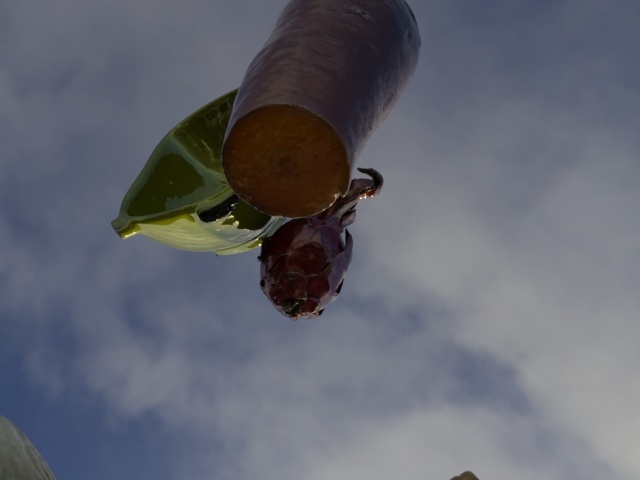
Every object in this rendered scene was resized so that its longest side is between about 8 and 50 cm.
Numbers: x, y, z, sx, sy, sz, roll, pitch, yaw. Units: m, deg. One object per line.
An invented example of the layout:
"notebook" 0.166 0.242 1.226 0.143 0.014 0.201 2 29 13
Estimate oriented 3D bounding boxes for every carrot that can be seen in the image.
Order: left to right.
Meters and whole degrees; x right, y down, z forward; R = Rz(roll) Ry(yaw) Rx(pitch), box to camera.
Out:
"carrot" 0.005 -0.088 0.521 0.087 0.193 0.087 6 -63 12

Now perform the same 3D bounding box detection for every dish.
"dish" -0.089 -0.065 1.077 0.221 0.262 0.108 -12 -56 36

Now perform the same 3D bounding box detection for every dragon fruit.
"dragon fruit" 0.000 0.000 1.023 0.094 0.190 0.094 25 -27 14

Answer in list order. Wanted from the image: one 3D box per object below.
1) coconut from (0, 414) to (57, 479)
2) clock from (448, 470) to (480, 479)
"coconut" -0.479 0.339 1.066 0.415 0.345 0.415 10 -42 9
"clock" 0.130 0.385 1.215 0.096 0.202 0.143 46 -39 12
